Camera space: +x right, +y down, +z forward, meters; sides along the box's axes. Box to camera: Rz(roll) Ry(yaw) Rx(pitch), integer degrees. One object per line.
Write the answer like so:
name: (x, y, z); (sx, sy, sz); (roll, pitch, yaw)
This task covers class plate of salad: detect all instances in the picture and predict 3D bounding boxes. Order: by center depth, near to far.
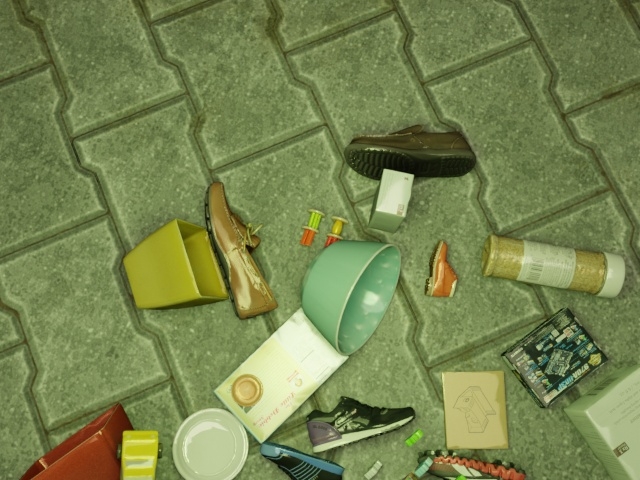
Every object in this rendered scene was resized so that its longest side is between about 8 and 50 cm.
plate of salad: (-0.286, 0.541, 1.785); (0.200, 0.048, 0.200); (-1, 69, 3)

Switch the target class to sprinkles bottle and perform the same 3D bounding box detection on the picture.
sprinkles bottle: (0.618, 0.067, 1.831); (0.355, 0.121, 0.121); (10, 79, 2)

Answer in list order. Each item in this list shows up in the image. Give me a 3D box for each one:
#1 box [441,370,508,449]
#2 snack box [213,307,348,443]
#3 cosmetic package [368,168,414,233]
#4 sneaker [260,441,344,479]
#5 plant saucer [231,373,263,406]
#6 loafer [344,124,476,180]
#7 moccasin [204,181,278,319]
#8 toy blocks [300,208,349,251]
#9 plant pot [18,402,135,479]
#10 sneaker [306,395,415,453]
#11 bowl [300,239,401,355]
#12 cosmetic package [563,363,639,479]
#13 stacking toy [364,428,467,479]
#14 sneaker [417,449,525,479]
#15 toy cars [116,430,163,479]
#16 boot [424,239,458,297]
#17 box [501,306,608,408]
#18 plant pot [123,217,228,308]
box: (0.408, 0.449, 1.810); (0.164, 0.021, 0.201); (-1, 80, 0)
snack box: (-0.102, 0.356, 1.812); (0.322, 0.060, 0.187); (-43, 81, -7)
cosmetic package: (0.184, -0.100, 1.811); (0.085, 0.231, 0.117); (12, 79, 3)
sneaker: (-0.054, 0.587, 1.742); (0.232, 0.081, 0.090); (22, 80, -8)
plant saucer: (-0.190, 0.388, 1.769); (0.083, 0.013, 0.083); (0, 80, 2)
loafer: (0.244, -0.250, 1.908); (0.366, 0.134, 0.130); (3, 56, -9)
moccasin: (-0.214, 0.018, 1.841); (0.147, 0.139, 0.380); (-19, 77, -9)
toy blocks: (0.000, 0.000, 1.884); (0.123, 0.054, 0.148); (17, 80, 3)
plant pot: (-0.558, 0.600, 1.681); (0.267, 0.267, 0.236); (-35, 94, -6)
sneaker: (0.102, 0.455, 1.772); (0.283, 0.107, 0.124); (-16, 73, -3)
bowl: (0.062, 0.122, 1.760); (0.163, 0.311, 0.311); (25, 80, 24)
cosmetic package: (0.831, 0.532, 1.722); (0.217, 0.156, 0.385); (-34, 80, -8)
stacking toy: (0.236, 0.592, 1.720); (0.167, 0.052, 0.221); (46, 117, 9)
sneaker: (0.378, 0.612, 1.739); (0.276, 0.097, 0.135); (12, 77, 1)
toy cars: (-0.486, 0.602, 1.532); (0.394, 0.087, 0.176); (-44, 107, -3)
boot: (0.338, 0.079, 1.867); (0.084, 0.059, 0.158); (10, 88, -1)
box: (0.622, 0.311, 1.819); (0.220, 0.051, 0.175); (-36, 81, -6)
plant pot: (-0.391, 0.084, 1.804); (0.187, 0.212, 0.212); (-21, 80, 9)
